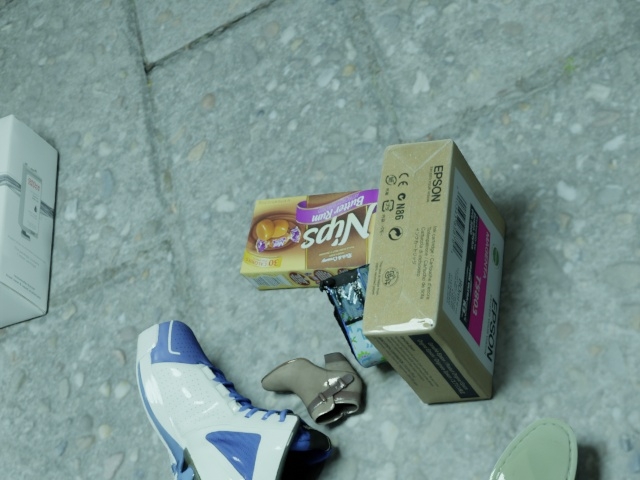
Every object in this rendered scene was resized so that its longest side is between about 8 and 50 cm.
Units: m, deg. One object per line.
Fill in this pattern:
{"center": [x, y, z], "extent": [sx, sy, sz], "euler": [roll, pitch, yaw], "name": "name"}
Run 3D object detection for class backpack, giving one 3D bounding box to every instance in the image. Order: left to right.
{"center": [0.063, 0.084, 1.630], "extent": [0.084, 0.105, 0.114], "euler": [-19, 88, 16], "name": "backpack"}

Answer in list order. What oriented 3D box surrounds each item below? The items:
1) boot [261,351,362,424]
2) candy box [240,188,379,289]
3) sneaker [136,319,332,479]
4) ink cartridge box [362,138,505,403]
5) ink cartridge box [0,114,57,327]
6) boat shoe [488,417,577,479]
{"center": [-0.009, 0.178, 1.658], "extent": [0.118, 0.042, 0.087], "euler": [-22, 44, 9], "name": "boot"}
{"center": [0.000, 0.000, 1.761], "extent": [0.187, 0.053, 0.109], "euler": [-4, 60, 30], "name": "candy box"}
{"center": [-0.087, 0.225, 1.640], "extent": [0.182, 0.127, 0.315], "euler": [-27, 58, 10], "name": "sneaker"}
{"center": [0.130, 0.036, 1.567], "extent": [0.088, 0.193, 0.234], "euler": [-6, 60, 25], "name": "ink cartridge box"}
{"center": [-0.496, -0.014, 2.020], "extent": [0.207, 0.117, 0.283], "euler": [-17, 55, 21], "name": "ink cartridge box"}
{"center": [0.202, 0.291, 1.448], "extent": [0.081, 0.068, 0.227], "euler": [19, 73, 20], "name": "boat shoe"}
